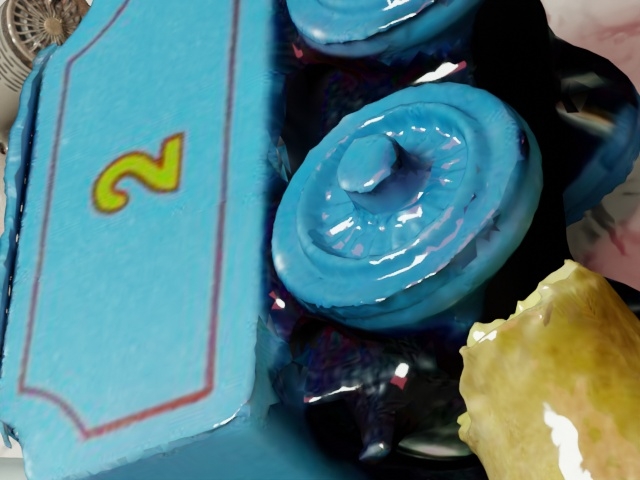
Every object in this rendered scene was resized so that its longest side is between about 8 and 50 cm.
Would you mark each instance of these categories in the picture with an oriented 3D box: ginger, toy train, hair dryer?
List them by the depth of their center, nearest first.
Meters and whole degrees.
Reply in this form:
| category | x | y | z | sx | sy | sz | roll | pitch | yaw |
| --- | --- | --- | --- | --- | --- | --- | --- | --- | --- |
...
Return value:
| category | x | y | z | sx | sy | sz | roll | pitch | yaw |
| --- | --- | --- | --- | --- | --- | --- | --- | --- | --- |
| ginger | 0.153 | 0.177 | 0.570 | 0.236 | 0.166 | 0.375 | -6 | 75 | 18 |
| toy train | 0.000 | 0.000 | 0.817 | 0.265 | 0.188 | 0.300 | -20 | 46 | 23 |
| hair dryer | -0.159 | 0.012 | 0.968 | 0.195 | 0.054 | 0.220 | -32 | 67 | 50 |

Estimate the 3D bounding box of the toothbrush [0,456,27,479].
| category | x | y | z | sx | sy | sz | roll | pitch | yaw |
| --- | --- | --- | --- | --- | --- | --- | --- | --- | --- |
| toothbrush | -0.250 | 0.118 | 0.957 | 0.342 | 0.025 | 0.030 | -3 | 59 | 27 |
